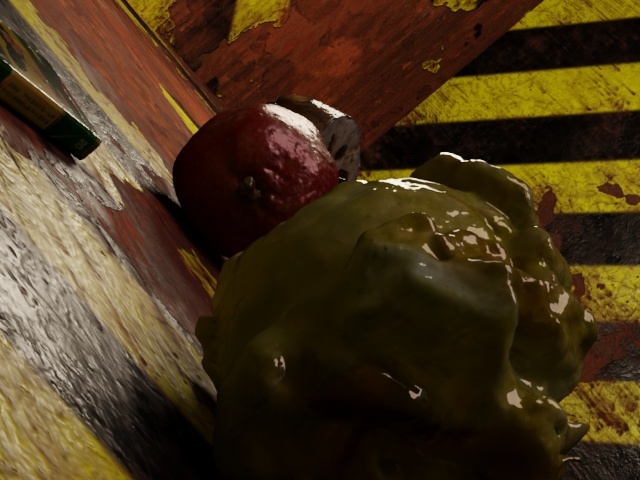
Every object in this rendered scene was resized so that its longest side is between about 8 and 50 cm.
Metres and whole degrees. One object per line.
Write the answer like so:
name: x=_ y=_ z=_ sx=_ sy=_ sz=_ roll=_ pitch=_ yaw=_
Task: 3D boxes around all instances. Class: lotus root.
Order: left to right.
lotus root: x=-0.058 y=-0.131 z=1.998 sx=0.192 sy=0.272 sz=0.272 roll=38 pitch=-1 yaw=21

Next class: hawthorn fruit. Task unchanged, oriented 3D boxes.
hawthorn fruit: x=-0.080 y=-0.067 z=1.441 sx=0.205 sy=0.205 sz=0.253 roll=50 pitch=11 yaw=-2

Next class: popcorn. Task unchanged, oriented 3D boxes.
popcorn: x=0.057 y=0.093 z=0.904 sx=0.312 sy=0.312 sz=0.312 roll=50 pitch=4 yaw=-5

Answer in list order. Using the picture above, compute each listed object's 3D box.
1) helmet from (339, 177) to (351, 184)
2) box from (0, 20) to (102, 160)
helmet: x=0.000 y=0.000 z=1.792 sx=0.225 sy=0.177 sz=0.305 roll=54 pitch=-2 yaw=-25
box: x=-0.294 y=-0.168 z=1.076 sx=0.132 sy=0.034 sz=0.235 roll=52 pitch=4 yaw=29
